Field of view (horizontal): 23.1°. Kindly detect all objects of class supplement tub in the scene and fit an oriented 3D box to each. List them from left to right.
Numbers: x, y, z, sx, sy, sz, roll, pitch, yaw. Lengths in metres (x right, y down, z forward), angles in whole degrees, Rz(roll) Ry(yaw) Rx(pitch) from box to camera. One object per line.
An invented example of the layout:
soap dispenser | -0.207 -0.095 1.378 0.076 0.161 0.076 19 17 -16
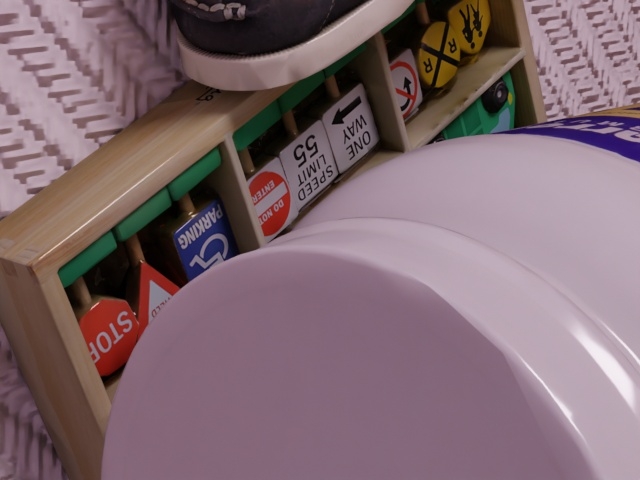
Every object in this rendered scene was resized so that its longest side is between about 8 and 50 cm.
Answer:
supplement tub | 0.115 0.072 0.546 0.331 0.241 0.241 -14 110 -47

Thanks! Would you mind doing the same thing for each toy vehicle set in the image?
toy vehicle set | 0.000 0.000 0.609 0.267 0.035 0.166 -42 129 -34

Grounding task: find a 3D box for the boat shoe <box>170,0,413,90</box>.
boat shoe | 0.031 -0.145 0.572 0.233 0.084 0.079 -41 128 -31
